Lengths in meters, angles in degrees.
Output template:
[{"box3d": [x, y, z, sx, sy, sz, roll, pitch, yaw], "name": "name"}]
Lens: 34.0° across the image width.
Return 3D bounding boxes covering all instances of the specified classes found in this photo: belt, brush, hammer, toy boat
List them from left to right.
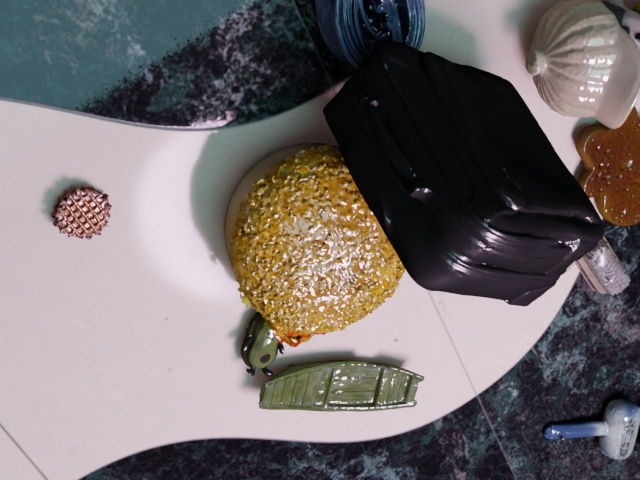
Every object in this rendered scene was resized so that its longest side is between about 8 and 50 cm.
[{"box3d": [0.029, 0.235, 1.702, 0.292, 0.055, 0.093, 3, 112, -27], "name": "toy boat"}, {"box3d": [0.070, -0.323, 1.449, 0.141, 0.082, 0.190, -26, 123, -19], "name": "belt"}, {"box3d": [0.448, -0.013, 1.785, 0.070, 0.065, 0.327, -40, 122, 0], "name": "brush"}, {"box3d": [0.515, 0.363, 1.992, 0.193, 0.069, 0.116, -1, 114, -16], "name": "hammer"}]

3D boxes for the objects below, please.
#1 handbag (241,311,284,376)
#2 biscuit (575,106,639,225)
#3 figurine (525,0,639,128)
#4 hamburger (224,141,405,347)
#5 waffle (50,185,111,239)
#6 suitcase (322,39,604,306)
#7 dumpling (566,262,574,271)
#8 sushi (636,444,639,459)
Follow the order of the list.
[{"box3d": [-0.089, 0.152, 1.613, 0.072, 0.047, 0.111, 4, 113, -28], "name": "handbag"}, {"box3d": [0.511, -0.124, 1.776, 0.180, 0.039, 0.236, -38, 124, -8], "name": "biscuit"}, {"box3d": [0.458, -0.298, 1.619, 0.332, 0.204, 0.185, -31, 126, -44], "name": "figurine"}, {"box3d": [0.000, 0.000, 1.506, 0.276, 0.179, 0.294, -24, 121, -13], "name": "hamburger"}, {"box3d": [-0.323, -0.038, 1.426, 0.083, 0.029, 0.075, 12, 110, -32], "name": "waffle"}, {"box3d": [0.188, -0.089, 1.421, 0.339, 0.345, 0.188, 7, 139, -45], "name": "suitcase"}, {"box3d": [0.332, 0.017, 1.732, 0.176, 0.092, 0.150, 9, 123, -34], "name": "dumpling"}, {"box3d": [0.719, 0.319, 2.074, 0.231, 0.047, 0.220, 2, 107, -31], "name": "sushi"}]
